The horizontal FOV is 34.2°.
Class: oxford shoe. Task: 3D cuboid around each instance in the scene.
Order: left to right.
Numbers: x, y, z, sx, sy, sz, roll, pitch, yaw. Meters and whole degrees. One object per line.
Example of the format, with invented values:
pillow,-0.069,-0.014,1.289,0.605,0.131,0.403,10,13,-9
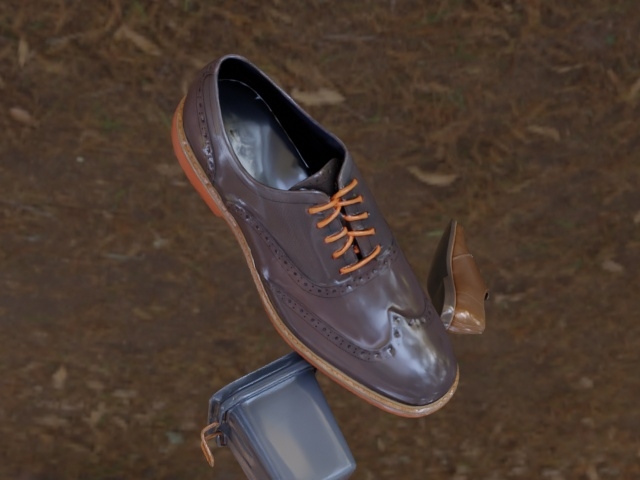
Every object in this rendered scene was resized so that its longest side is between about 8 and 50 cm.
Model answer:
oxford shoe,0.000,0.000,0.669,0.271,0.097,0.098,50,159,1
oxford shoe,0.187,0.052,1.389,0.076,0.212,0.076,16,130,-7

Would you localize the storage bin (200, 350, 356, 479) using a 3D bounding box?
storage bin,-0.030,0.151,0.755,0.098,0.091,0.135,-25,161,-17
